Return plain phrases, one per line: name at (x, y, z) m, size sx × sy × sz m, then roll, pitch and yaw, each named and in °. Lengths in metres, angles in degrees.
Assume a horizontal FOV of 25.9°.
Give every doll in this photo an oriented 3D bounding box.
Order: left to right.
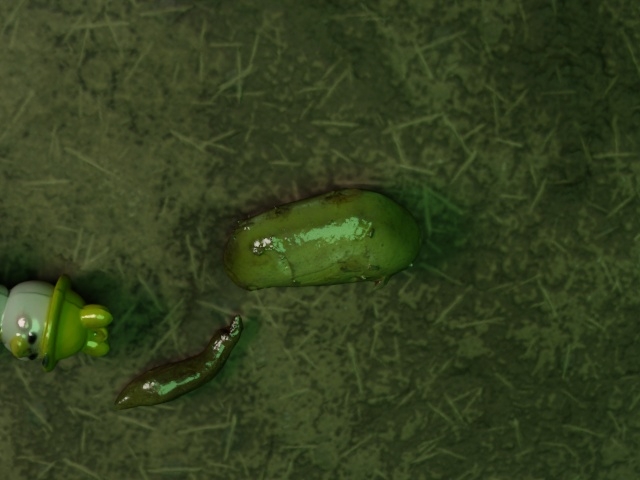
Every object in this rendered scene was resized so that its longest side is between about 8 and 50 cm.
doll at (-0.312, 0.071, 1.276) m, size 0.241 × 0.099 × 0.135 m, roll 5°, pitch 103°, yaw -7°

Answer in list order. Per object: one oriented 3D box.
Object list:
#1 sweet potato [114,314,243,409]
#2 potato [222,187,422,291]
sweet potato at (-0.132, 0.127, 1.350) m, size 0.153 × 0.038 × 0.041 m, roll -33°, pitch 133°, yaw 3°
potato at (0.000, 0.000, 1.299) m, size 0.188 × 0.085 × 0.105 m, roll -12°, pitch 132°, yaw 1°
